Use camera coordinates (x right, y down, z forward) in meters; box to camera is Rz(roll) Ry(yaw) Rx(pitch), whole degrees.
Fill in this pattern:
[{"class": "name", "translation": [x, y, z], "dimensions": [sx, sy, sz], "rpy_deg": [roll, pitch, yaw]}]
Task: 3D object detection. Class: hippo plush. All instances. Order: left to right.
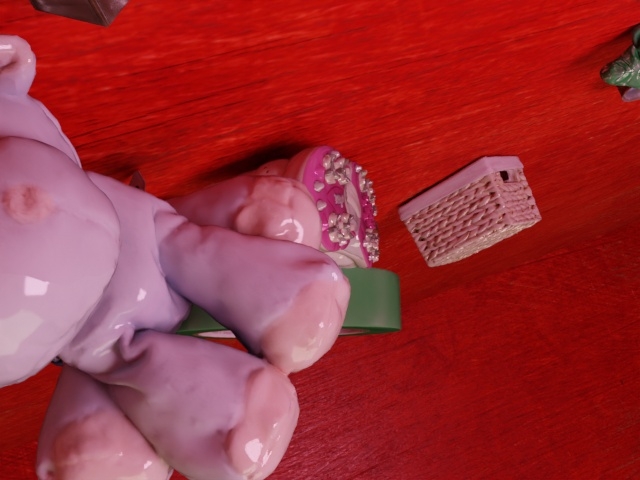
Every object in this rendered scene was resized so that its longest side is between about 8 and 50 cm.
[{"class": "hippo plush", "translation": [-0.128, -0.009, 0.405], "dimensions": [0.234, 0.294, 0.236], "rpy_deg": [-32, 142, -1]}]

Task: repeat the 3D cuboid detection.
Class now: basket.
[{"class": "basket", "translation": [0.218, -0.040, 1.020], "dimensions": [0.167, 0.103, 0.113], "rpy_deg": [-32, 164, 39]}]

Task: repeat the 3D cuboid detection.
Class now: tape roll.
[{"class": "tape roll", "translation": [-0.052, 0.089, 0.950], "dimensions": [0.321, 0.077, 0.321], "rpy_deg": [-2, 169, 0]}]

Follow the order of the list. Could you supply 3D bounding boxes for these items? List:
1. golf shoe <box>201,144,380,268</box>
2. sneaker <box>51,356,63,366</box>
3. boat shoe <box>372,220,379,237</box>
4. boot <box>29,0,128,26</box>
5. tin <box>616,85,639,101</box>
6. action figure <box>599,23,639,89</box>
[{"class": "golf shoe", "translation": [-0.018, -0.027, 0.729], "dimensions": [0.140, 0.115, 0.306], "rpy_deg": [-7, 170, 14]}, {"class": "sneaker", "translation": [-0.249, 0.082, 0.697], "dimensions": [0.112, 0.131, 0.319], "rpy_deg": [-26, 167, 23]}, {"class": "boat shoe", "translation": [0.000, 0.000, 0.926], "dimensions": [0.178, 0.060, 0.064], "rpy_deg": [-16, 167, -23]}, {"class": "boot", "translation": [-0.084, -0.130, 0.282], "dimensions": [0.106, 0.037, 0.114], "rpy_deg": [-8, 165, 2]}, {"class": "tin", "translation": [0.420, -0.209, 0.791], "dimensions": [0.190, 0.040, 0.106], "rpy_deg": [-18, 171, -14]}, {"class": "action figure", "translation": [0.388, -0.187, 0.695], "dimensions": [0.232, 0.137, 0.063], "rpy_deg": [-11, 179, -6]}]
